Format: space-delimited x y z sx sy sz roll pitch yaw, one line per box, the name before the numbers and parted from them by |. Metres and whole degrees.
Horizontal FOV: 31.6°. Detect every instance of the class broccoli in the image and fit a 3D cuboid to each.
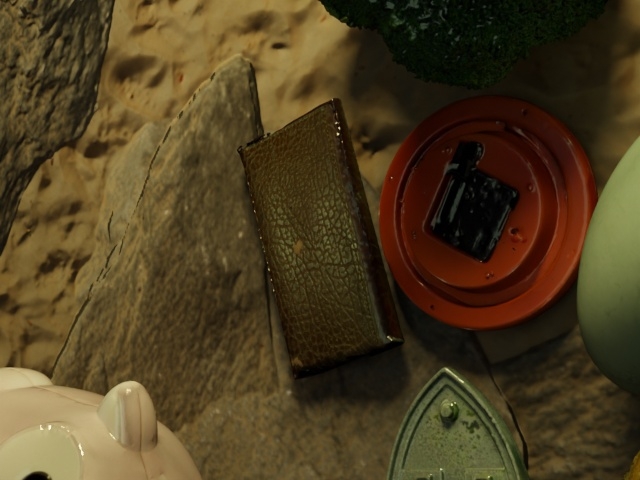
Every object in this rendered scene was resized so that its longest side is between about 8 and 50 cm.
broccoli | 0.099 -0.274 0.925 0.297 0.298 0.297 0 86 62

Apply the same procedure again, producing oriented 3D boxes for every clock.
clock | 0.139 -0.024 0.977 0.205 0.051 0.205 -2 86 35
clock | -0.260 0.298 1.113 0.377 0.251 0.368 -21 74 39

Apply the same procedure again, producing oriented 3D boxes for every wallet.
wallet | 0.000 0.000 1.082 0.133 0.039 0.243 -26 72 37

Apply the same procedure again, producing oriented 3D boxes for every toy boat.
toy boat | 0.116 0.266 0.945 0.141 0.092 0.319 -7 81 33

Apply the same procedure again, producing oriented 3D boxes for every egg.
egg | 0.282 0.003 0.794 0.183 0.183 0.264 47 123 28

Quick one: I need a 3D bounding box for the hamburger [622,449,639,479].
hamburger | 0.321 0.200 0.791 0.215 0.122 0.189 -38 73 23
